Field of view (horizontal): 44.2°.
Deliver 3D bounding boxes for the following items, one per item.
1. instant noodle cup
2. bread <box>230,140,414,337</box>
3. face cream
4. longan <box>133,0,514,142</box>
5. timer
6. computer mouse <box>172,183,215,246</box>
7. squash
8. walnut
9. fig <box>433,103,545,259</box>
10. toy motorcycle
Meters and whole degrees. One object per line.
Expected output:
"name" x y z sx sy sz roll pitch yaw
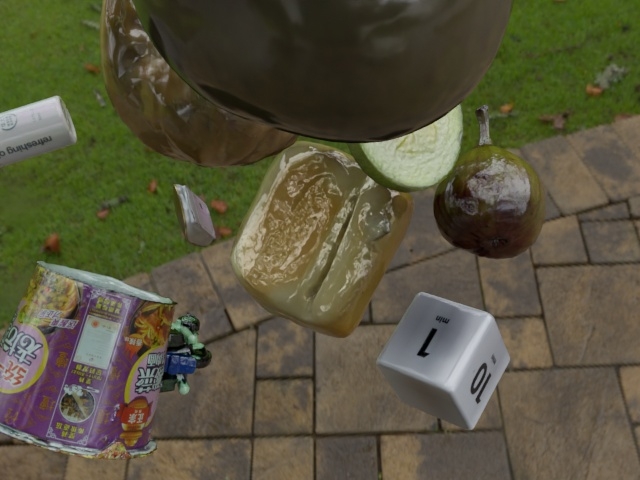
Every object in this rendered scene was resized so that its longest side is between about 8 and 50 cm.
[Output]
"instant noodle cup" -0.404 0.199 1.379 0.339 0.340 0.266 18 88 18
"bread" 0.000 0.000 1.689 0.347 0.253 0.376 26 93 22
"face cream" -0.590 -0.165 1.376 0.311 0.092 0.092 -18 55 -6
"longan" -0.001 -0.246 0.712 0.360 0.361 0.361 -3 54 4
"timer" 0.265 0.256 1.687 0.194 0.192 0.195 15 61 37
"computer mouse" -0.300 -0.056 1.841 0.056 0.245 0.126 -16 80 3
"squash" 0.148 -0.214 1.395 0.252 0.252 0.049 -48 21 -25
"walnut" -0.155 -0.293 1.196 0.383 0.384 0.384 -3 54 4
"fig" 0.334 -0.131 1.535 0.216 0.217 0.321 4 62 8
"toy motorcycle" -0.361 0.203 1.641 0.196 0.125 0.331 2 13 -36
